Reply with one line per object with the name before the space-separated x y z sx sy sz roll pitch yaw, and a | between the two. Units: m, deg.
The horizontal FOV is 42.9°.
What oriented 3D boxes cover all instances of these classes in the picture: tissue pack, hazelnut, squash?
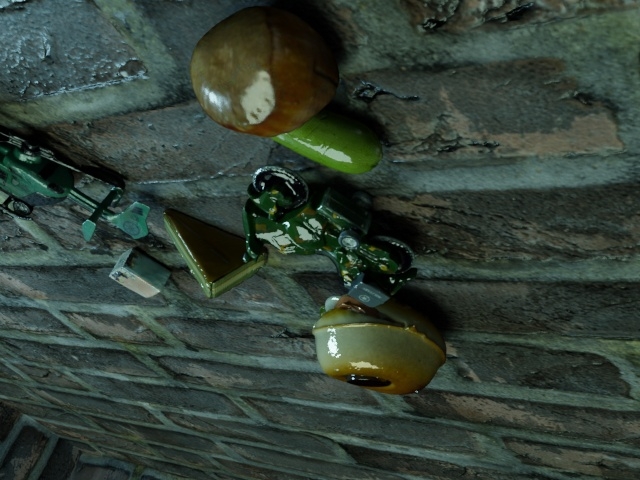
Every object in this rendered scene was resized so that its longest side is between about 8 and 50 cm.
tissue pack | -0.351 0.065 1.591 0.094 0.058 0.074 35 148 -21
hazelnut | -0.057 -0.185 0.894 0.150 0.150 0.150 18 151 10
squash | -0.018 -0.138 0.998 0.201 0.066 0.066 25 152 4

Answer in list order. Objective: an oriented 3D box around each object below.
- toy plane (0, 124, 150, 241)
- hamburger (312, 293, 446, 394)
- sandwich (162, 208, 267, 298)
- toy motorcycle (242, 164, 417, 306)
toy plane | -0.457 -0.101 1.355 0.382 0.106 0.155 31 139 -4
hamburger | 0.099 0.172 1.355 0.237 0.147 0.237 12 160 4
sandwich | -0.183 0.000 1.403 0.163 0.113 0.079 54 158 18
toy motorcycle | 0.000 0.000 1.163 0.275 0.124 0.187 31 141 -14
